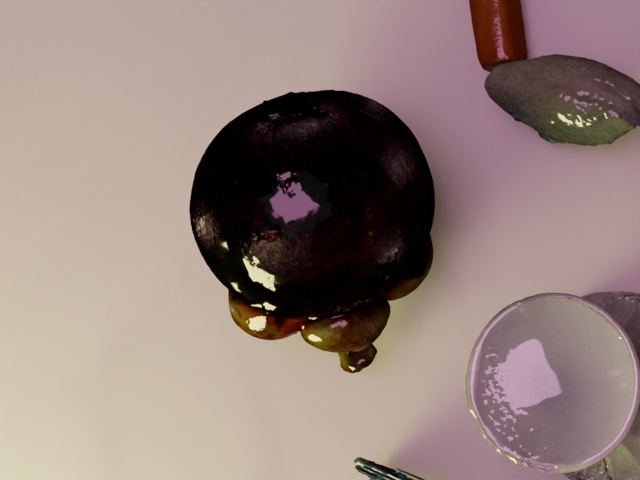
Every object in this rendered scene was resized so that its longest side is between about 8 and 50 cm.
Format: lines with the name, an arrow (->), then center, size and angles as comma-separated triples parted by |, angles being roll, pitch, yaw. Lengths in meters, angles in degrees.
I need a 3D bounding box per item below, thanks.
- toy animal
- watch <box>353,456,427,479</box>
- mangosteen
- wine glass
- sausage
toy animal -> 0.247, -0.094, 1.230 | 0.253, 0.079, 0.070 | 25, 88, 24
watch -> 0.113, 0.345, 1.239 | 0.275, 0.068, 0.276 | 16, 91, 25
mangosteen -> 0.000, 0.000, 1.282 | 0.211, 0.211, 0.250 | -4, 112, 24
wine glass -> 0.203, 0.108, 1.160 | 0.165, 0.196, 0.164 | -5, 79, 25
sausage -> 0.147, -0.207, 1.312 | 0.039, 0.041, 0.131 | -20, 74, 44
